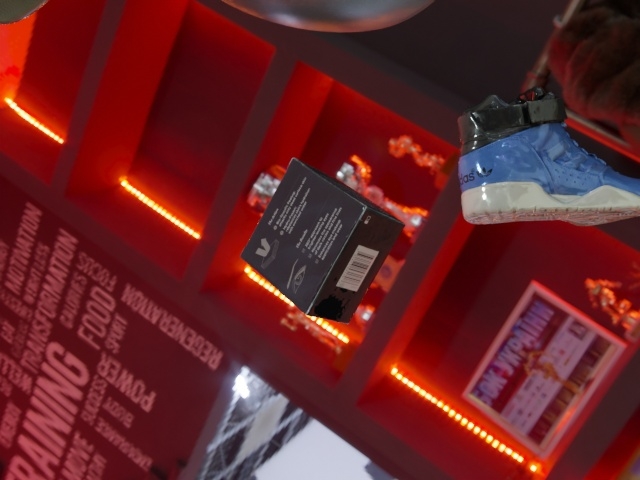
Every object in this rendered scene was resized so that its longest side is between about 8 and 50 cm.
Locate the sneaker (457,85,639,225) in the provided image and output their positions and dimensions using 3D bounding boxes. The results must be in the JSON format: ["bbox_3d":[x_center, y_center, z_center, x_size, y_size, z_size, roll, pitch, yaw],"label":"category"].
[{"bbox_3d":[0.152,-0.054,0.471,0.058,0.152,0.084,154,113,-67],"label":"sneaker"}]

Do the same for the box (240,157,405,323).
[{"bbox_3d":[0.000,0.000,0.994,0.093,0.158,0.156,19,-76,-48],"label":"box"}]

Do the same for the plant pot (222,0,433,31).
[{"bbox_3d":[-0.040,-0.296,0.573,0.195,0.290,0.290,-24,-36,-40],"label":"plant pot"}]

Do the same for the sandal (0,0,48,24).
[{"bbox_3d":[-0.182,-0.219,0.508,0.180,0.072,0.049,-35,19,15],"label":"sandal"}]
